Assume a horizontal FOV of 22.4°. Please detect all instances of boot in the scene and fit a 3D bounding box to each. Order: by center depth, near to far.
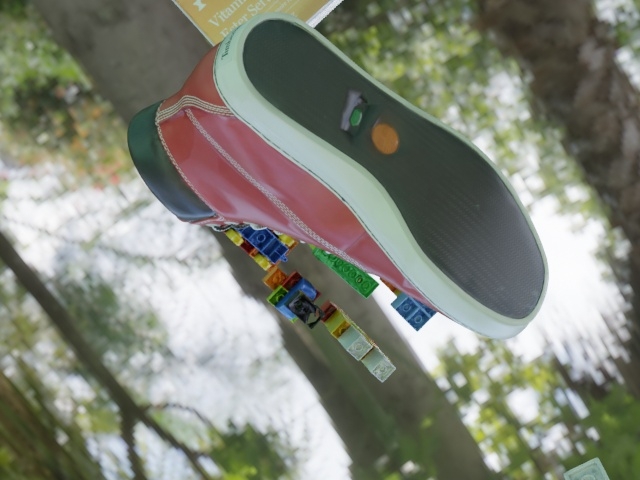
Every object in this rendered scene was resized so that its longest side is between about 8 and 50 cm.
[{"bbox_3d":[0.005,-0.016,0.965,0.176,0.244,0.088,-31,-157,54],"label":"boot"}]

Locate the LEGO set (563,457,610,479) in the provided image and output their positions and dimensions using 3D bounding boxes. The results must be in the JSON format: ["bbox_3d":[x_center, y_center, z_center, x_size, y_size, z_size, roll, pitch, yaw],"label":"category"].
[{"bbox_3d":[0.143,0.199,0.987,0.287,0.107,0.132,-17,-130,13],"label":"LEGO set"}]

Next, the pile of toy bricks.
[{"bbox_3d":[0.000,0.000,1.232,0.118,0.212,0.105,-45,-147,1],"label":"pile of toy bricks"}]

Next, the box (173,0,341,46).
[{"bbox_3d":[-0.060,-0.225,1.198,0.130,0.170,0.091,-42,-177,11],"label":"box"}]
